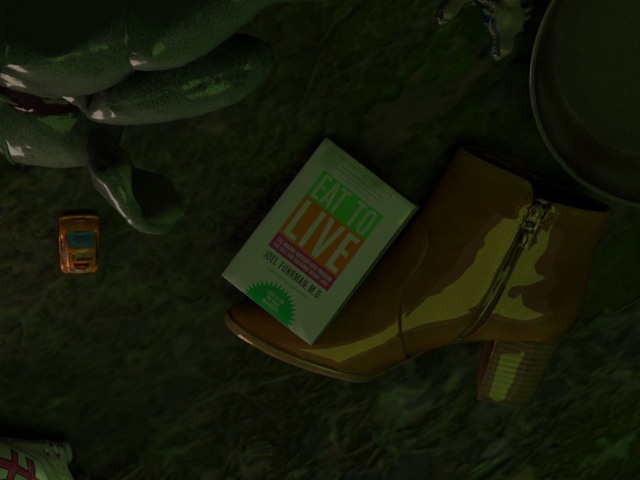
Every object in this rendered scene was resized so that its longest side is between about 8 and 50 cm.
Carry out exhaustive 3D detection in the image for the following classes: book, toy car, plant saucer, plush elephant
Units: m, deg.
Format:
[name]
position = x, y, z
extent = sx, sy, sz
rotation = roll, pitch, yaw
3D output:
[book]
position = 0.000, 0.000, 1.622
extent = 0.096, 0.035, 0.144
rotation = 37, 98, 7
[toy car]
position = -0.232, 0.001, 1.612
extent = 0.122, 0.040, 0.060
rotation = 12, 122, -21
[plant saucer]
position = 0.315, -0.162, 1.606
extent = 0.311, 0.050, 0.310
rotation = -6, 126, -9
[plush elephant]
position = -0.169, -0.149, 1.398
extent = 0.272, 0.255, 0.330
rotation = 38, 79, 3

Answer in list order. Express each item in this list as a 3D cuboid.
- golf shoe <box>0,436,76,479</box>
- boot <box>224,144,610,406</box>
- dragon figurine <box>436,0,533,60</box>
[golf shoe]
position = -0.266, 0.200, 1.747
extent = 0.086, 0.067, 0.186
rotation = -51, 121, -13
[boot]
position = 0.082, 0.016, 1.671
extent = 0.295, 0.104, 0.211
rotation = 12, 110, -9
[dragon figurine]
position = 0.166, -0.270, 1.469
extent = 0.085, 0.144, 0.289
rotation = 13, 103, -19
